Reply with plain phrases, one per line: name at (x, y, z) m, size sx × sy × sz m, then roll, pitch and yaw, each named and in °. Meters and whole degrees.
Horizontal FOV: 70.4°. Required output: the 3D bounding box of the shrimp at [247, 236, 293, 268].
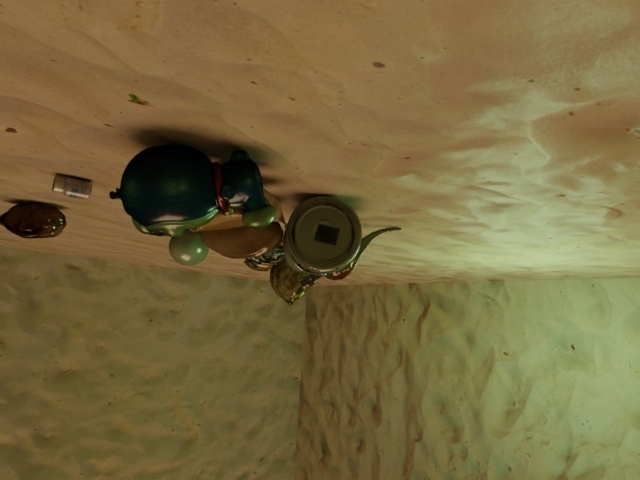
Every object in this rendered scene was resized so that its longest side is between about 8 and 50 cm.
shrimp at (-0.234, 0.040, 1.753) m, size 0.372 × 0.172 × 0.137 m, roll 15°, pitch 161°, yaw -21°

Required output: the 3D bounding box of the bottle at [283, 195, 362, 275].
bottle at (0.000, 0.000, 1.375) m, size 0.229 × 0.229 × 0.351 m, roll 4°, pitch 173°, yaw 0°

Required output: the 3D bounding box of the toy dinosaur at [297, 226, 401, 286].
toy dinosaur at (0.090, 0.026, 1.587) m, size 0.393 × 0.205 × 0.092 m, roll -15°, pitch 164°, yaw -4°

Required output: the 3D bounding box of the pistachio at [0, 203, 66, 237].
pistachio at (-0.994, -0.071, 1.568) m, size 0.210 × 0.130 × 0.165 m, roll 5°, pitch -150°, yaw -7°

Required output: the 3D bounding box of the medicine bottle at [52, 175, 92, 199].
medicine bottle at (-0.668, -0.142, 1.222) m, size 0.089 × 0.052 × 0.052 m, roll 12°, pitch 167°, yaw -37°

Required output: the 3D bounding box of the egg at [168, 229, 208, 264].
egg at (-0.533, 0.028, 1.845) m, size 0.149 × 0.149 × 0.192 m, roll 3°, pitch 177°, yaw 6°

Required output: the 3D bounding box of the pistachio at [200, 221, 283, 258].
pistachio at (-0.230, -0.029, 1.334) m, size 0.293 × 0.181 × 0.162 m, roll 5°, pitch 156°, yaw 32°

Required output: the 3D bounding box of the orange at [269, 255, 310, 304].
orange at (-0.122, 0.147, 2.144) m, size 0.210 × 0.271 × 0.368 m, roll 41°, pitch 176°, yaw 8°

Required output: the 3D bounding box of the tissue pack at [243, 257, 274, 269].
tissue pack at (-0.282, 0.077, 2.101) m, size 0.127 × 0.123 × 0.178 m, roll 15°, pitch 168°, yaw -12°

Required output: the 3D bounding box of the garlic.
garlic at (-0.213, -0.076, 1.114) m, size 0.245 × 0.145 × 0.164 m, roll -2°, pitch -144°, yaw -18°

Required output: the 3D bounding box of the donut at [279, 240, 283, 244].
donut at (-0.136, 0.015, 1.885) m, size 0.083 × 0.067 × 0.038 m, roll -20°, pitch -162°, yaw -27°

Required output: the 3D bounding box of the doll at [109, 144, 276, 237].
doll at (-0.261, -0.106, 0.936) m, size 0.322 × 0.186 × 0.198 m, roll -8°, pitch -160°, yaw -18°
